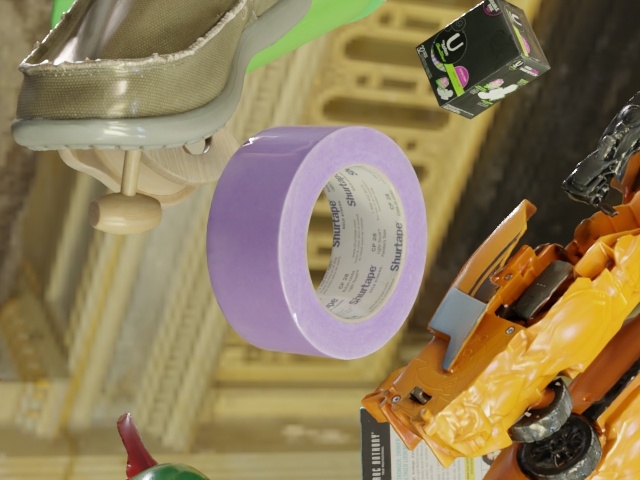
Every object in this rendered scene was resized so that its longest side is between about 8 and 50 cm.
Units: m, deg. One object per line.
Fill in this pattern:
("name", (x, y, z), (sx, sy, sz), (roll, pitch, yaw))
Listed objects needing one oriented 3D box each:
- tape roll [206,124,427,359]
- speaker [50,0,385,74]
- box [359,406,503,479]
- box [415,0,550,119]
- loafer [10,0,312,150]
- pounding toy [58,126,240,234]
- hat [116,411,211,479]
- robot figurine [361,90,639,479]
("tape roll", (0.000, 0.000, 1.353), (0.080, 0.189, 0.189), (4, -89, 41))
("speaker", (-0.057, -0.188, 1.228), (0.131, 0.296, 0.131), (20, -56, 31))
("box", (0.160, 0.197, 1.516), (0.244, 0.060, 0.100), (-5, -102, 19))
("box", (0.132, -0.149, 1.357), (0.083, 0.052, 0.062), (-32, -115, 26))
("loafer", (-0.073, -0.111, 0.756), (0.251, 0.094, 0.087), (-61, 148, -61))
("pounding toy", (-0.138, -0.127, 1.505), (0.155, 0.154, 0.269), (-27, -120, 47))
("hat", (-0.082, 0.181, 1.176), (0.183, 0.208, 0.173), (-53, 168, -45))
("robot figurine", (0.163, 0.035, 0.925), (0.085, 0.291, 0.211), (21, -29, 51))
